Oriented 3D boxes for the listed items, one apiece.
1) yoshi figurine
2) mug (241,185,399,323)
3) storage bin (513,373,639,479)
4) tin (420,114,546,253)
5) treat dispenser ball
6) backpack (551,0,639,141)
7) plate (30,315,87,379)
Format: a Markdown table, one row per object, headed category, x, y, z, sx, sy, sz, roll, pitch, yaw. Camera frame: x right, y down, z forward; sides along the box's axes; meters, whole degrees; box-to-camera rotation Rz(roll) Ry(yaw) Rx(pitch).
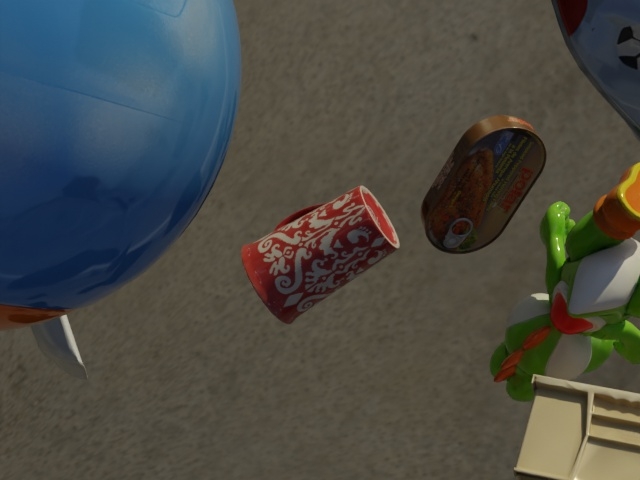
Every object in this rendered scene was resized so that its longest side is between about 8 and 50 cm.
| category | x | y | z | sx | sy | sz | roll | pitch | yaw |
| --- | --- | --- | --- | --- | --- | --- | --- | --- | --- |
| yoshi figurine | 0.348 | 0.065 | 1.666 | 0.203 | 0.362 | 0.203 | 16 | 47 | -21 |
| mug | -0.004 | -0.001 | 1.648 | 0.169 | 0.113 | 0.150 | -31 | 59 | 14 |
| storage bin | 0.358 | 0.291 | 1.473 | 0.260 | 0.262 | 0.123 | 9 | 53 | 21 |
| tin | 0.190 | -0.065 | 1.571 | 0.106 | 0.189 | 0.040 | 17 | 33 | -22 |
| treat dispenser ball | -0.186 | -0.093 | 0.716 | 0.288 | 0.288 | 0.288 | 5 | 74 | -18 |
| backpack | 0.198 | -0.156 | 0.543 | 0.213 | 0.276 | 0.263 | -9 | 70 | 24 |
| plate | -0.357 | 0.039 | 1.654 | 0.045 | 0.278 | 0.277 | -20 | 83 | -10 |
